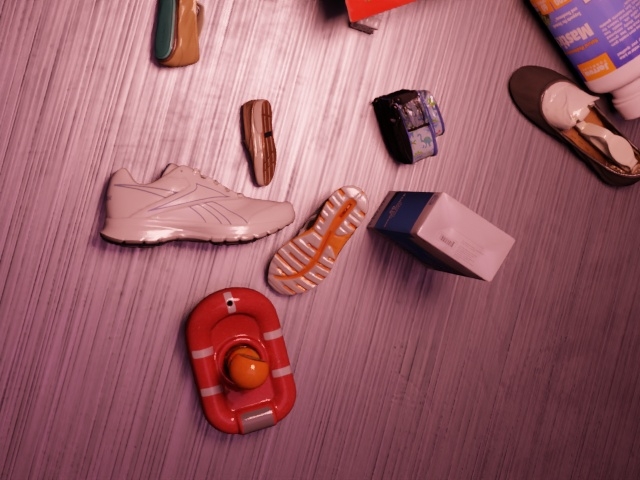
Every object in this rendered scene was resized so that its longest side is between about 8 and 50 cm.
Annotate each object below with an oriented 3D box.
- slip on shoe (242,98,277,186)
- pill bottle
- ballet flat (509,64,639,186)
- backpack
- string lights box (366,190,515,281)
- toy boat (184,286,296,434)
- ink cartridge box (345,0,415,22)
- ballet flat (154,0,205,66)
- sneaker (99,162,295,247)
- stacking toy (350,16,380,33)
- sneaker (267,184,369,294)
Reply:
[{"bbox_3d":[-0.099,-0.152,1.722,0.041,0.051,0.135,2,103,26],"label":"slip on shoe"},{"bbox_3d":[0.467,-0.335,1.790,0.152,0.152,0.272,-38,100,-9],"label":"pill bottle"},{"bbox_3d":[0.437,-0.195,1.817,0.280,0.096,0.095,37,85,-12],"label":"ballet flat"},{"bbox_3d":[0.147,-0.182,1.745,0.084,0.105,0.114,-20,102,-11],"label":"backpack"},{"bbox_3d":[0.175,-0.010,1.678,0.133,0.260,0.076,33,85,-13],"label":"string lights box"},{"bbox_3d":[-0.116,0.186,1.673,0.151,0.151,0.231,-15,96,-13],"label":"toy boat"},{"bbox_3d":[0.138,-0.468,1.590,0.275,0.060,0.238,-22,107,-17],"label":"ink cartridge box"},{"bbox_3d":[-0.210,-0.378,1.678,0.073,0.080,0.232,2,95,-41],"label":"ballet flat"},{"bbox_3d":[-0.183,-0.054,1.673,0.297,0.111,0.129,0,87,-14],"label":"sneaker"},{"bbox_3d":[0.016,-0.437,1.733,0.221,0.052,0.166,17,87,-12],"label":"stacking toy"},{"bbox_3d":[0.000,0.000,1.734,0.084,0.083,0.215,42,101,-7],"label":"sneaker"}]
